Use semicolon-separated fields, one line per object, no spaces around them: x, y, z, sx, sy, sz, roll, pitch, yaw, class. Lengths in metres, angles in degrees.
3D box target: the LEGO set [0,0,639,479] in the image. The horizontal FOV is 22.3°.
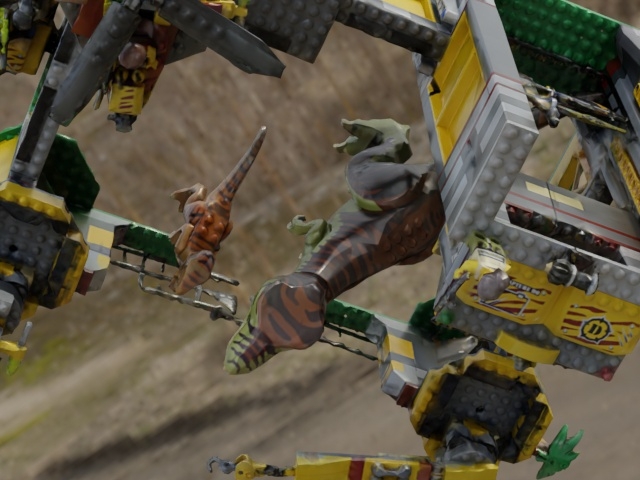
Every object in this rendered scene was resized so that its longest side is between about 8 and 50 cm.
0.000;0.000;0.627;0.255;0.331;0.192;-56;18;24;LEGO set
